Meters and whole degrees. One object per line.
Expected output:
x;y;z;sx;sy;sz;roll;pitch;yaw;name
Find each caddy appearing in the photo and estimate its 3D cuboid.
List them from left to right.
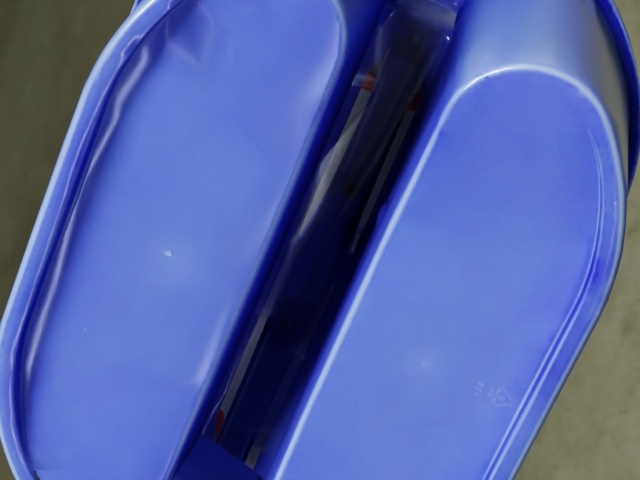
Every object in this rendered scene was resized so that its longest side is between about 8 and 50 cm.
0.000;0.000;0.698;0.179;0.241;0.341;-66;1;-68;caddy
